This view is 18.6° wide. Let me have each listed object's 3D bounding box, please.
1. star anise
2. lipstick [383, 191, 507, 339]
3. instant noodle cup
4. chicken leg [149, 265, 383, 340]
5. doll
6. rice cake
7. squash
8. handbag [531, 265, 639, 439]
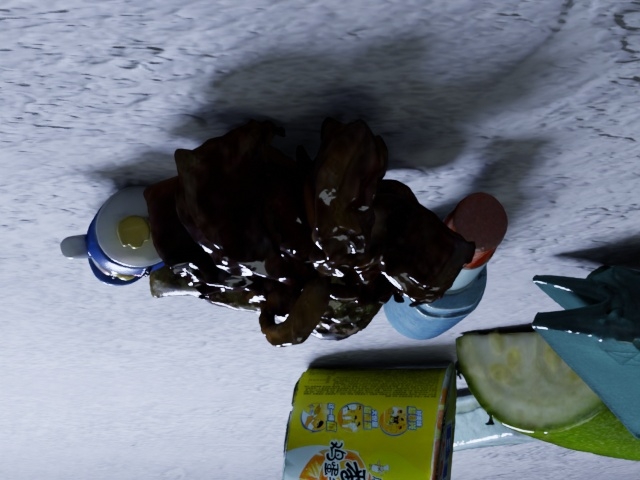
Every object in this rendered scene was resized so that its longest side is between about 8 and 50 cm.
[{"bbox_3d":[0.000,0.000,1.166,0.190,0.126,0.220,-13,159,26],"label":"star anise"},{"bbox_3d":[0.087,0.017,1.340,0.061,0.068,0.274,-3,168,-6],"label":"lipstick"},{"bbox_3d":[0.048,0.206,1.877,0.153,0.205,0.205,7,167,7],"label":"instant noodle cup"},{"bbox_3d":[-0.040,0.030,1.412,0.178,0.070,0.093,5,168,17],"label":"chicken leg"},{"bbox_3d":[-0.126,-0.001,1.288,0.099,0.057,0.143,-12,175,-19],"label":"doll"},{"bbox_3d":[0.110,0.204,2.097,0.066,0.063,0.336,10,162,-39],"label":"rice cake"},{"bbox_3d":[0.279,0.146,1.798,0.203,0.111,0.288,-8,166,32],"label":"squash"},{"bbox_3d":[0.334,0.081,1.499,0.269,0.100,0.274,0,156,35],"label":"handbag"}]
